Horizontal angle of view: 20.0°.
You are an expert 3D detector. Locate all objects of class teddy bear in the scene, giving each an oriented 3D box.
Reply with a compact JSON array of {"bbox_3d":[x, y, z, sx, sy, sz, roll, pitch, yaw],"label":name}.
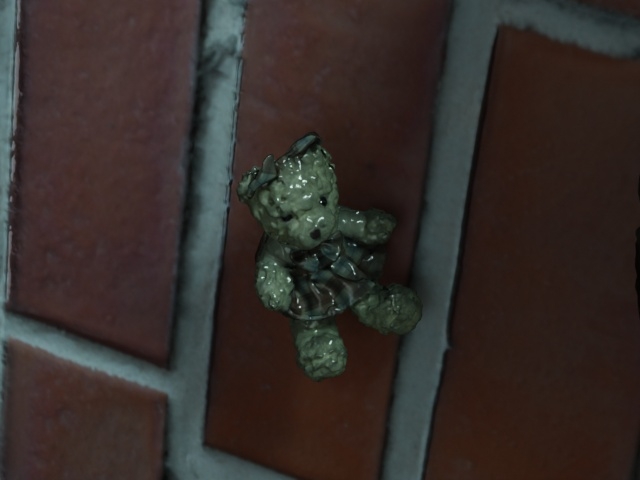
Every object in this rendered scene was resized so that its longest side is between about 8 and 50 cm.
[{"bbox_3d":[-0.003,0.000,1.516,0.133,0.111,0.213,-27,113,-8],"label":"teddy bear"}]

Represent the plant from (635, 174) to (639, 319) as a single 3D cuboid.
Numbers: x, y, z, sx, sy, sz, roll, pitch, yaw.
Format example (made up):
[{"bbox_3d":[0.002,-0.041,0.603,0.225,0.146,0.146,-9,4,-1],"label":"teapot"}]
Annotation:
[{"bbox_3d":[0.303,0.019,1.348,0.132,0.129,0.194,7,119,23],"label":"plant"}]
